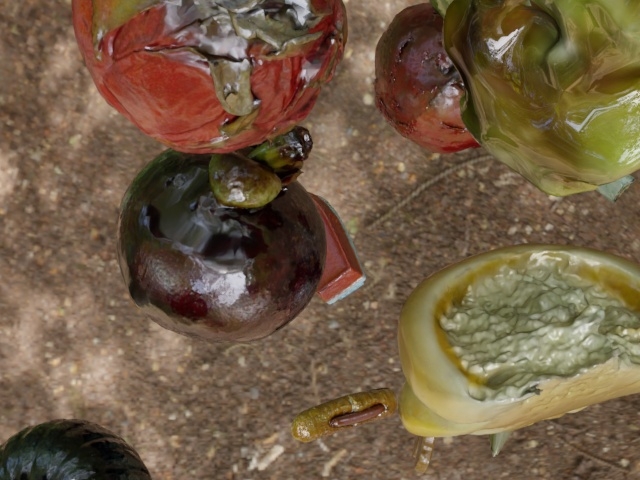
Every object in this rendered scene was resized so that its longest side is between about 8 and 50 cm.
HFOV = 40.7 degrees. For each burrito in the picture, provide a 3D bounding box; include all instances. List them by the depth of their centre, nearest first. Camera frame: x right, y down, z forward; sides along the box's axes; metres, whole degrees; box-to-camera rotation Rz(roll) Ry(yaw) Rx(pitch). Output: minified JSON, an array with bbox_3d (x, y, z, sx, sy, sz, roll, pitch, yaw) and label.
[{"bbox_3d":[0.464,-0.116,1.444,0.044,0.074,0.118,-38,65,-19],"label":"burrito"}]

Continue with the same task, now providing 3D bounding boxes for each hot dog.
[{"bbox_3d":[0.048,0.307,1.528,0.047,0.216,0.066,24,118,57],"label":"hot dog"}]

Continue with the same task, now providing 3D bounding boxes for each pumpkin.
[{"bbox_3d":[-0.316,0.320,0.983,0.248,0.248,0.248,-7,77,31],"label":"pumpkin"}]

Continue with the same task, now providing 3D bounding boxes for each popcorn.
[{"bbox_3d":[0.219,-0.186,0.529,0.312,0.312,0.312,-7,77,31],"label":"popcorn"}]

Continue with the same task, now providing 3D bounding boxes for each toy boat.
[{"bbox_3d":[0.000,0.000,2.072,0.145,0.133,0.332,-38,56,13],"label":"toy boat"}]

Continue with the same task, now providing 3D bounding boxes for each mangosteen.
[{"bbox_3d":[-0.133,-0.009,1.159,0.297,0.293,0.297,1,62,-2],"label":"mangosteen"}]

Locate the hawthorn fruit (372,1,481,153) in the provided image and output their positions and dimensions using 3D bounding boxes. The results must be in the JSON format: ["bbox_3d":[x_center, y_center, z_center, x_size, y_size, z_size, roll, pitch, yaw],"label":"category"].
[{"bbox_3d":[0.140,-0.182,0.967,0.181,0.235,0.181,1,102,4],"label":"hawthorn fruit"}]

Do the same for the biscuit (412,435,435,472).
[{"bbox_3d":[0.263,0.380,1.998,0.044,0.186,0.295,12,98,0],"label":"biscuit"}]

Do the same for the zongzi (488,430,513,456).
[{"bbox_3d":[0.360,0.285,1.889,0.317,0.154,0.289,-53,31,-14],"label":"zongzi"}]

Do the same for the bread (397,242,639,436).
[{"bbox_3d":[0.325,0.168,1.279,0.329,0.424,0.245,-130,31,-63],"label":"bread"}]

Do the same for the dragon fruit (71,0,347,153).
[{"bbox_3d":[-0.067,-0.171,0.643,0.148,0.218,0.223,24,97,66],"label":"dragon fruit"}]
